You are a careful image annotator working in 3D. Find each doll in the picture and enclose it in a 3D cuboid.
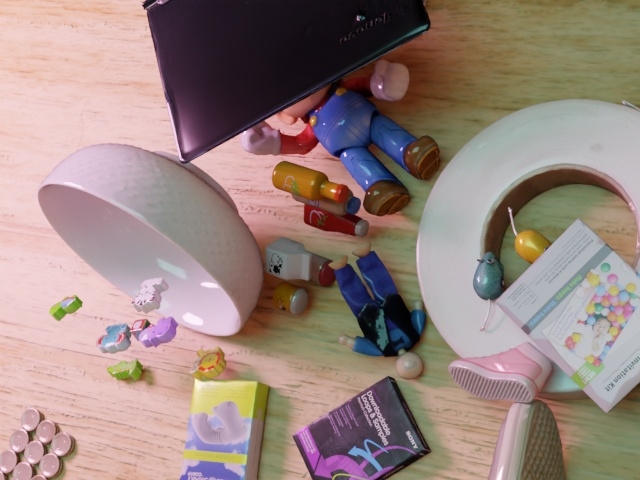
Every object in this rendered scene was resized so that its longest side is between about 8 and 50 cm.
[{"bbox_3d":[0.078,0.103,1.623,0.129,0.046,0.189,-29,85,-14],"label":"doll"}]

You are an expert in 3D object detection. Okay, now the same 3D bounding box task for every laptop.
[{"bbox_3d":[-0.026,-0.327,1.701,0.382,0.408,0.236,-26,96,20],"label":"laptop"}]

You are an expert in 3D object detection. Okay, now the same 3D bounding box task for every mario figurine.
[{"bbox_3d":[0.006,-0.179,1.692,0.198,0.170,0.320,-36,65,-27],"label":"mario figurine"}]

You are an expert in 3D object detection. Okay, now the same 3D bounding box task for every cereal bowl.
[{"bbox_3d":[-0.216,-0.020,1.683,0.339,0.339,0.141,21,63,30],"label":"cereal bowl"}]

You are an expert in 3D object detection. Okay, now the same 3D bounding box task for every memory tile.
[{"bbox_3d":[-0.444,0.342,1.850,0.113,0.012,0.148,28,88,30],"label":"memory tile"}]

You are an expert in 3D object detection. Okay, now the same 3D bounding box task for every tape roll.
[{"bbox_3d":[0.314,0.008,1.546,0.392,0.072,0.391,-8,71,24],"label":"tape roll"}]

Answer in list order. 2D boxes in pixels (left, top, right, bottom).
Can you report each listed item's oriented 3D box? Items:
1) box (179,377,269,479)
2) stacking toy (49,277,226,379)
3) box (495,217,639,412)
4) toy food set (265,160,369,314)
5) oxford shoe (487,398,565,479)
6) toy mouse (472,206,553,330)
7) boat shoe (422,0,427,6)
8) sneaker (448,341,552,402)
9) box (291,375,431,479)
[{"bbox_3d":[-0.137,0.286,1.699,0.109,0.042,0.178,-1,74,26],"label":"box"},{"bbox_3d":[-0.263,0.139,1.721,0.221,0.167,0.052,-11,41,31],"label":"stacking toy"},{"bbox_3d":[0.324,0.089,1.434,0.145,0.038,0.186,-45,75,7],"label":"box"},{"bbox_3d":[0.000,0.000,1.649,0.105,0.111,0.232,19,122,28],"label":"toy food set"},{"bbox_3d":[0.199,0.407,1.435,0.130,0.169,0.449,3,78,38],"label":"oxford shoe"},{"bbox_3d":[0.240,0.055,1.508,0.143,0.031,0.161,-49,61,5],"label":"toy mouse"},{"bbox_3d":[0.119,-0.423,1.773,0.066,0.066,0.183,-17,69,14],"label":"boat shoe"},{"bbox_3d":[0.225,0.157,1.480,0.134,0.051,0.070,5,41,48],"label":"sneaker"},{"bbox_3d":[0.053,0.271,1.617,0.162,0.029,0.116,-34,63,12],"label":"box"}]
